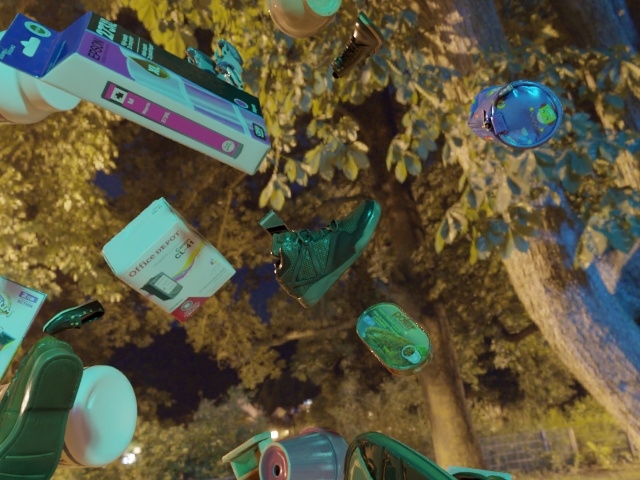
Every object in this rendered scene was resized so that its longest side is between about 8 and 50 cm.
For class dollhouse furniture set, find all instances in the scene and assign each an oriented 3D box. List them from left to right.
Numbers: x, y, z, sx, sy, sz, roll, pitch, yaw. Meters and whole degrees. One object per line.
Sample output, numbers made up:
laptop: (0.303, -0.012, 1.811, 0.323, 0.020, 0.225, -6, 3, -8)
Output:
dollhouse furniture set: (-0.268, 0.707, 1.597, 0.394, 0.257, 0.362, -3, -32, -50)

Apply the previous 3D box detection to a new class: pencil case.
pencil case: (0.360, -0.241, 1.160, 0.133, 0.120, 0.306, -12, 11, 8)

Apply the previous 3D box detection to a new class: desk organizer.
desk organizer: (-0.105, -0.025, 1.488, 0.047, 0.050, 0.130, -44, -18, -3)

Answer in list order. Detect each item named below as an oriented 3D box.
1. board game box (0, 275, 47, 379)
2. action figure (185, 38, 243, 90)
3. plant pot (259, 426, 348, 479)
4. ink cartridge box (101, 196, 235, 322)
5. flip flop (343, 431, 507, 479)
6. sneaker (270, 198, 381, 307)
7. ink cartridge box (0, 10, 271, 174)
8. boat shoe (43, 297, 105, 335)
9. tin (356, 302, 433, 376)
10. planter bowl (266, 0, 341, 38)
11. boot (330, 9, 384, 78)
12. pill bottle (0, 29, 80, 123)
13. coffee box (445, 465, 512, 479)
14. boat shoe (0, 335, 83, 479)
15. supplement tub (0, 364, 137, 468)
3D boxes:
board game box: (-0.776, 0.212, 1.286, 0.242, 0.317, 0.064, 28, -19, -17)
action figure: (-0.235, -0.318, 1.287, 0.185, 0.285, 0.099, -23, -45, 18)
plant pot: (-0.048, 0.582, 1.544, 0.180, 0.201, 0.201, 15, -29, -39)
ink cartridge box: (-0.418, 0.063, 1.691, 0.226, 0.131, 0.306, -44, -38, -4)
flip flop: (0.142, 0.231, 0.459, 0.277, 0.112, 0.080, 17, 20, 24)
sneaker: (0.000, 0.000, 1.047, 0.130, 0.087, 0.227, 38, -74, -16)
ink cartridge box: (-0.251, -0.227, 0.864, 0.370, 0.176, 0.069, 20, -60, -26)
boat shoe: (-0.541, 0.174, 1.327, 0.133, 0.042, 0.049, -28, -23, -39)
tin: (0.150, 0.199, 1.221, 0.106, 0.189, 0.040, -38, -50, -7)
planter bowl: (-0.021, -0.529, 1.304, 0.162, 0.162, 0.109, 6, 6, -35)
boot: (0.076, -0.445, 1.408, 0.137, 0.077, 0.198, -37, -10, 7)
pill bottle: (-0.606, -0.303, 1.132, 0.301, 0.169, 0.169, 3, -15, 20)
coffee box: (0.220, 0.519, 0.930, 0.118, 0.168, 0.297, -4, 18, 30)
boat shoe: (-0.497, 0.315, 1.025, 0.104, 0.307, 0.110, 22, -5, 46)
supplement tub: (-0.649, 0.440, 1.485, 0.324, 0.236, 0.235, -11, -18, 20)
